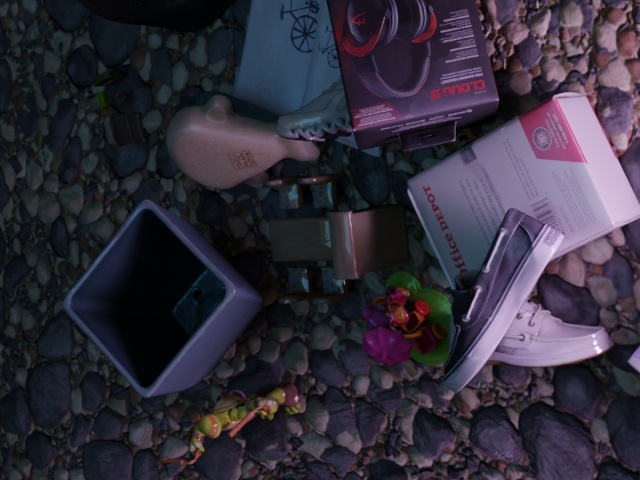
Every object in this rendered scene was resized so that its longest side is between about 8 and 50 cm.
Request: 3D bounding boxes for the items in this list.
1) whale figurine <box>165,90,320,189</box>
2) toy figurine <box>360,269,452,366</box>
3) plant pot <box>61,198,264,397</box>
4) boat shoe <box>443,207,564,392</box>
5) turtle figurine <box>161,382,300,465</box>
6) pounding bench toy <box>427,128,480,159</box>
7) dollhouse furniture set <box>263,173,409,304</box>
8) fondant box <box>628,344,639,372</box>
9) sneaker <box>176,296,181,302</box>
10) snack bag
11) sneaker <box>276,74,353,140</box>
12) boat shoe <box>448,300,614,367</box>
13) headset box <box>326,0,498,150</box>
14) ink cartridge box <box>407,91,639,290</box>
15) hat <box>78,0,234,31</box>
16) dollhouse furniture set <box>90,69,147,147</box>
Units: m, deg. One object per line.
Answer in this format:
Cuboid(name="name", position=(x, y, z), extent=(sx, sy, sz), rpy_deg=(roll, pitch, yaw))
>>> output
Cuboid(name="whale figurine", position=(-0.131, -0.187, 2.064), extent=(0.272, 0.141, 0.216), rpy_deg=(-4, 137, 24))
Cuboid(name="toy figurine", position=(0.121, 0.134, 1.909), extent=(0.130, 0.159, 0.173), rpy_deg=(-43, 71, 33))
Cuboid(name="plant pot", position=(-0.245, 0.114, 2.104), extent=(0.248, 0.252, 0.247), rpy_deg=(44, 99, 23))
Cuboid(name="boat shoe", position=(0.234, 0.086, 1.713), extent=(0.102, 0.108, 0.301), rpy_deg=(32, 123, 10))
Cuboid(name="turtle figurine", position=(-0.153, 0.310, 2.106), extent=(0.269, 0.217, 0.087), rpy_deg=(-36, 76, 35))
Cuboid(name="pounding bench toy", position=(0.195, -0.161, 1.852), extent=(0.052, 0.083, 0.065), rpy_deg=(-46, 71, 33))
Cuboid(name="dollhouse furniture set", position=(0.000, 0.000, 1.975), extent=(0.242, 0.161, 0.212), rpy_deg=(-2, 96, 37))
Cuboid(name="fondant box", position=(0.616, 0.176, 1.589), extent=(0.330, 0.096, 0.238), rpy_deg=(43, 120, 25))
Cuboid(name="sneaker", position=(-0.311, 0.057, 2.280), extent=(0.085, 0.058, 0.152), rpy_deg=(-15, 95, 29))
Cuboid(name="snack bag", position=(-0.004, -0.340, 2.001), extent=(0.342, 0.037, 0.323), rpy_deg=(23, 111, 32))
Cuboid(name="sneaker", position=(0.065, -0.232, 1.883), extent=(0.292, 0.110, 0.118), rpy_deg=(-16, 91, 10))
Cuboid(name="boat shoe", position=(0.308, 0.137, 1.809), extent=(0.277, 0.098, 0.096), rpy_deg=(-5, 95, 38))
Cuboid(name="headset box", position=(0.135, -0.276, 1.770), extent=(0.218, 0.110, 0.293), rpy_deg=(-11, 77, 4))
Cuboid(name="ink cartridge box", position=(0.297, -0.064, 1.770), extent=(0.283, 0.117, 0.207), rpy_deg=(-29, 81, 36))
Cuboid(name="hat", position=(-0.288, -0.523, 2.082), extent=(0.331, 0.331, 0.134), rpy_deg=(-35, 37, 35))
Cuboid(name="dollhouse furniture set", position=(-0.396, -0.248, 2.289), extent=(0.058, 0.076, 0.151), rpy_deg=(-19, 85, 50))
